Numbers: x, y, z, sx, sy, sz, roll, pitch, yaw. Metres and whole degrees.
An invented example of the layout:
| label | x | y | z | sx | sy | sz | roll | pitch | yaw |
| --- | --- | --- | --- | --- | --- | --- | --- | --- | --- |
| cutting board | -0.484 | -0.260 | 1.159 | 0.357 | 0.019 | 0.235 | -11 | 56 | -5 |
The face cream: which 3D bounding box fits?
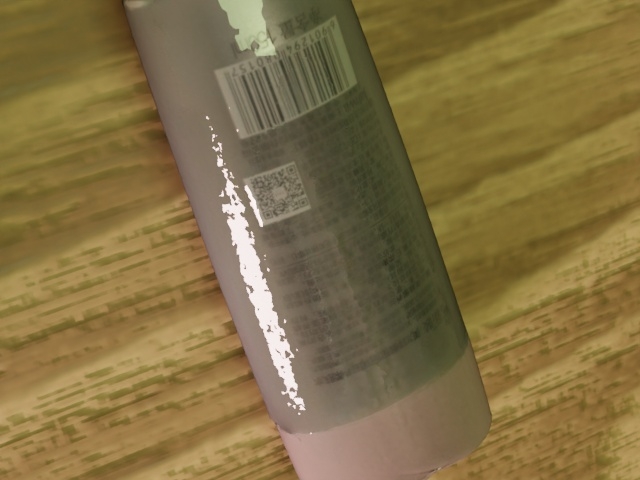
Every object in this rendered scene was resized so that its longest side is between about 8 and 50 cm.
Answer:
| label | x | y | z | sx | sy | sz | roll | pitch | yaw |
| --- | --- | --- | --- | --- | --- | --- | --- | --- | --- |
| face cream | 0.000 | 0.000 | 0.468 | 0.107 | 0.073 | 0.269 | -25 | 116 | -10 |
